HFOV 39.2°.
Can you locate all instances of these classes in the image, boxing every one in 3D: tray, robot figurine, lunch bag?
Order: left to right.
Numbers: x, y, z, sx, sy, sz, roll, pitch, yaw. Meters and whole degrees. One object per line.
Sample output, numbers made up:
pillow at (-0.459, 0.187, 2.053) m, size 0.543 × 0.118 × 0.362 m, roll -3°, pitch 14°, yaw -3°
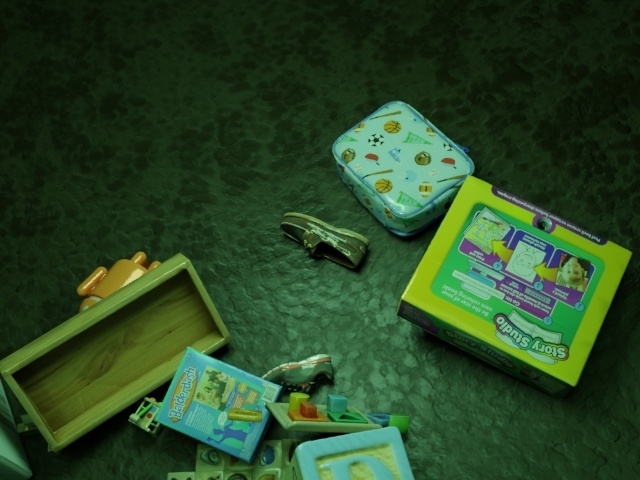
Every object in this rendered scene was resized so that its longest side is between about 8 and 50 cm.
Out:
tray at (-0.403, 0.219, 1.796) m, size 0.411 × 0.202 × 0.076 m, roll -32°, pitch 24°, yaw -15°
robot figurine at (-0.417, 0.129, 1.894) m, size 0.128 × 0.158 × 0.219 m, roll -8°, pitch 40°, yaw 53°
lunch bag at (0.191, -0.160, 1.987) m, size 0.243 × 0.115 × 0.303 m, roll -35°, pitch 60°, yaw -13°

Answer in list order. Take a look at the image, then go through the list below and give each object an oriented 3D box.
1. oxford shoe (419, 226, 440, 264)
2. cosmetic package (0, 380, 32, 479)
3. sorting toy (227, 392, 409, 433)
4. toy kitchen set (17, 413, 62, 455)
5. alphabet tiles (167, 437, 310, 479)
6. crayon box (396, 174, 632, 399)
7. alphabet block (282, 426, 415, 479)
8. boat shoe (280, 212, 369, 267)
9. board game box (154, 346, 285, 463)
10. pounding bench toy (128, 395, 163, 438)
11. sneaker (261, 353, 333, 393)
oxford shoe at (0.252, 0.053, 1.888) m, size 0.076 × 0.076 × 0.212 m, roll 24°, pitch 66°, yaw -7°
cosmetic package at (-0.840, 0.376, 1.733) m, size 0.394 × 0.327 × 0.329 m, roll -29°, pitch 60°, yaw -6°
sorting toy at (0.003, 0.314, 1.656) m, size 0.348 × 0.196 × 0.047 m, roll 5°, pitch 90°, yaw -16°
toy kitchen set at (-0.576, 0.397, 1.824) m, size 0.083 × 0.068 × 0.075 m, roll -12°, pitch 59°, yaw 3°
alphabet tiles at (-0.133, 0.520, 1.709) m, size 0.343 × 0.011 × 0.285 m, roll -4°, pitch 59°, yaw 8°
crayon box at (0.382, 0.087, 1.777) m, size 0.363 × 0.106 × 0.313 m, roll 27°, pitch 69°, yaw 10°
alphabet block at (0.052, 0.461, 1.573) m, size 0.193 × 0.197 × 0.192 m, roll -5°, pitch 58°, yaw -16°
boat shoe at (0.000, 0.000, 1.949) m, size 0.207 × 0.073 × 0.073 m, roll 18°, pitch 63°, yaw 19°
board game box at (-0.197, 0.323, 1.768) m, size 0.210 × 0.047 × 0.160 m, roll 22°, pitch 78°, yaw 12°
pounding bench toy at (-0.344, 0.347, 1.803) m, size 0.052 × 0.083 × 0.065 m, roll 23°, pitch 67°, yaw 22°
sneaker at (-0.047, 0.280, 1.806) m, size 0.158 × 0.061 × 0.065 m, roll -20°, pitch 67°, yaw 0°
